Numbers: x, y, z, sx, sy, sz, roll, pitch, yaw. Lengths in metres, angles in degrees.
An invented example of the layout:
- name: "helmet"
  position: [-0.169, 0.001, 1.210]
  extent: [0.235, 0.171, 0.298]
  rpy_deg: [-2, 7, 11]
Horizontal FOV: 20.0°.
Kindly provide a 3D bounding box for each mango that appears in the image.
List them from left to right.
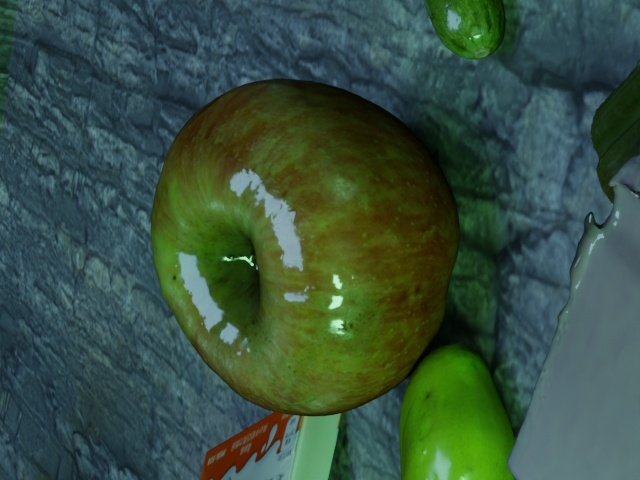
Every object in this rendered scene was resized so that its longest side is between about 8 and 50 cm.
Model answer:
- name: "mango"
  position: [0.112, 0.171, 1.510]
  extent: [0.163, 0.089, 0.117]
  rpy_deg: [-94, 16, -44]

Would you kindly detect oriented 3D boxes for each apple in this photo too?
- name: "apple"
  position: [0.000, 0.000, 1.608]
  extent: [0.277, 0.250, 0.309]
  rpy_deg: [-42, 66, 43]

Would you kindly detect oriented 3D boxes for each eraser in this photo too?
- name: "eraser"
  position: [0.273, 0.141, 1.132]
  extent: [0.359, 0.122, 0.272]
  rpy_deg: [-126, 45, -55]

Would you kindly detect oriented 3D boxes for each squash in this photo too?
- name: "squash"
  position: [0.110, -0.257, 1.596]
  extent: [0.069, 0.069, 0.239]
  rpy_deg: [-55, 40, 47]

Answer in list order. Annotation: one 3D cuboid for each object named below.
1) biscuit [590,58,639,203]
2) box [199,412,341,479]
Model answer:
- name: "biscuit"
  position: [0.281, -0.135, 1.256]
  extent: [0.322, 0.038, 0.099]
  rpy_deg: [129, 141, -50]
- name: "box"
  position: [-0.076, 0.308, 1.832]
  extent: [0.273, 0.048, 0.265]
  rpy_deg: [-37, 36, 56]
